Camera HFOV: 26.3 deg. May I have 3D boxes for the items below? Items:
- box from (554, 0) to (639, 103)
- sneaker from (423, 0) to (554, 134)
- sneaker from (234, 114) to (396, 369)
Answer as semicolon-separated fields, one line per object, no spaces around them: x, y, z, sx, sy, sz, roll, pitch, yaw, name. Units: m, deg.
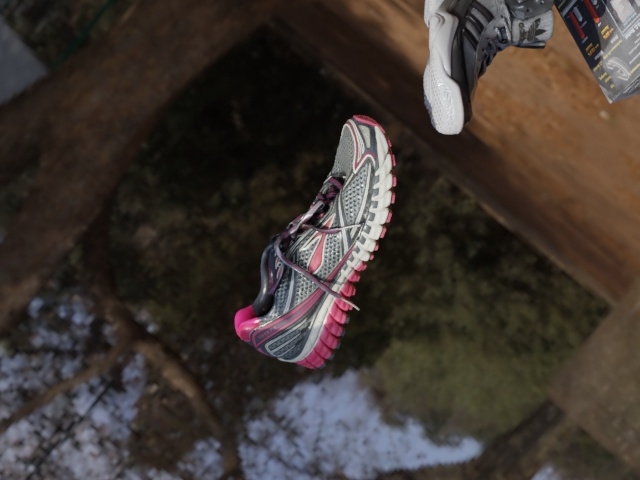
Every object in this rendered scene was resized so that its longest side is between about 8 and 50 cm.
0.401;-0.350;1.691;0.242;0.077;0.307;64;153;14;box
0.201;-0.236;1.617;0.101;0.153;0.268;93;180;-54;sneaker
0.000;0.000;1.547;0.112;0.299;0.121;18;-172;-17;sneaker
